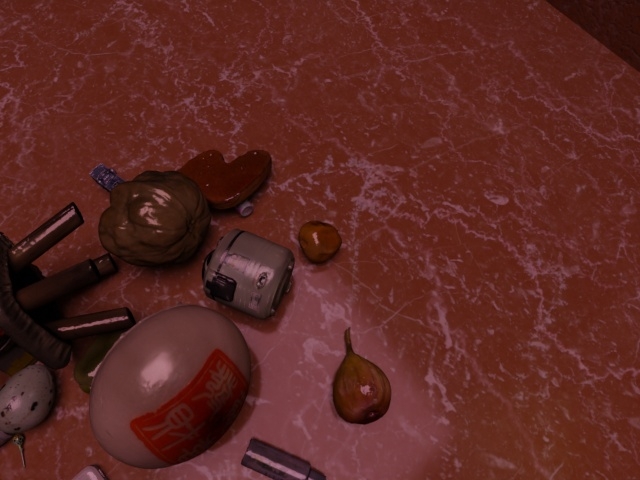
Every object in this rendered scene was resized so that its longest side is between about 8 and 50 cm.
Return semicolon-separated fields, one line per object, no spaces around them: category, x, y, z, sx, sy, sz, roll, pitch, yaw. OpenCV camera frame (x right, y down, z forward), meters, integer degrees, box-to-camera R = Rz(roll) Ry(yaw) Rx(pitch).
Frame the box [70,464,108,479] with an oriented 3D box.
box;-0.618;0.685;0.968;0.285;0.044;0.142;-41;77;-18

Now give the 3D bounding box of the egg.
egg;-0.743;0.394;1.040;0.131;0.131;0.164;4;54;-2

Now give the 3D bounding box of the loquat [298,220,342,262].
loquat;0.000;0.000;1.261;0.137;0.113;0.137;11;47;-12

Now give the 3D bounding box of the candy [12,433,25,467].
candy;-0.752;0.528;1.039;0.025;0.023;0.083;-31;73;30

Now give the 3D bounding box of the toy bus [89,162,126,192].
toy bus;-0.634;-0.164;1.310;0.190;0.075;0.064;35;71;10

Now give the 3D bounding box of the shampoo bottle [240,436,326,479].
shampoo bottle;-0.090;0.569;1.035;0.213;0.072;0.072;21;67;6

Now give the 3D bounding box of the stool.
stool;-0.649;0.115;1.047;0.226;0.310;0.310;-24;53;-18

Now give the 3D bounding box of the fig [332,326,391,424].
fig;0.098;0.351;1.116;0.159;0.159;0.257;-6;50;-6

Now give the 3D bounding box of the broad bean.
broad bean;-0.575;0.317;1.105;0.124;0.082;0.175;26;69;10

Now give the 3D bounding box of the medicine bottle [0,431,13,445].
medicine bottle;-0.823;0.496;1.027;0.091;0.058;0.058;-39;74;-18

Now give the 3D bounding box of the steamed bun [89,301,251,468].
steamed bun;-0.312;0.346;0.948;0.241;0.374;0.374;32;67;31

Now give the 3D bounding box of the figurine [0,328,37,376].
figurine;-0.829;0.221;1.023;0.167;0.285;0.343;-22;68;-10

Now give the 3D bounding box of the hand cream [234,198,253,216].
hand cream;-0.283;-0.151;1.347;0.076;0.047;0.174;-36;64;-16

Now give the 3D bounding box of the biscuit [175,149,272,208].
biscuit;-0.313;-0.219;1.348;0.277;0.052;0.262;22;59;23

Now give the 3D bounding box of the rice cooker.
rice cooker;-0.204;0.094;1.153;0.244;0.226;0.226;24;68;3

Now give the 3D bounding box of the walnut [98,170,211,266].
walnut;-0.463;-0.061;1.175;0.276;0.253;0.282;2;76;24
